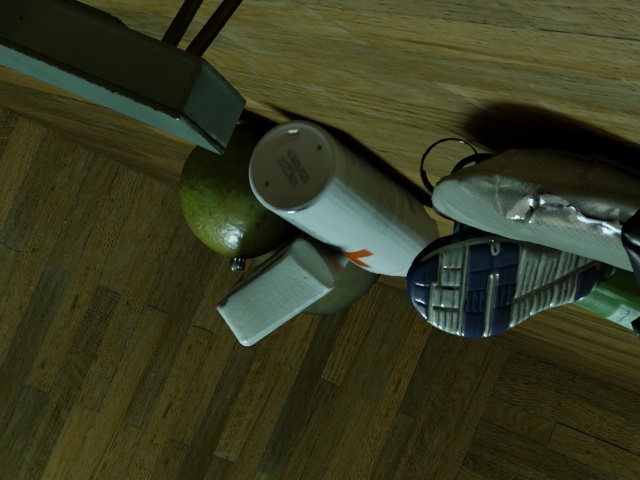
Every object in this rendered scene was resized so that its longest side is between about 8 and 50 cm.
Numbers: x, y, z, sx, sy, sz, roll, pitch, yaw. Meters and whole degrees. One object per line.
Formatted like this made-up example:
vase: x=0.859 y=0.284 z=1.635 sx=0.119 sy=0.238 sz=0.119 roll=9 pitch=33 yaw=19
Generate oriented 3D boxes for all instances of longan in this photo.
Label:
longan: x=-0.082 y=-0.043 z=1.848 sx=0.145 sy=0.176 sz=0.154 roll=19 pitch=-156 yaw=33
longan: x=0.000 y=0.000 z=2.015 sx=0.189 sy=0.189 sz=0.189 roll=23 pitch=176 yaw=2

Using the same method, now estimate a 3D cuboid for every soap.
soap: x=-0.037 y=0.041 z=1.838 sx=0.064 sy=0.121 sz=0.183 roll=53 pitch=-169 yaw=-3

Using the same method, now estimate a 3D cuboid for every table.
table: x=-0.161 y=-0.159 z=1.109 sx=0.240 sy=0.111 sz=0.121 roll=22 pitch=176 yaw=11

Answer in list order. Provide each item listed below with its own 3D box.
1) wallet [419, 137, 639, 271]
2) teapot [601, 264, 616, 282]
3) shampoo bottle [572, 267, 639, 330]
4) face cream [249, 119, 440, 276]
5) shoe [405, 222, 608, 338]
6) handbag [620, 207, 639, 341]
wallet: x=0.233 y=-0.010 z=1.247 sx=0.335 sy=0.068 sz=0.275 roll=17 pitch=180 yaw=3
teapot: x=0.233 y=0.003 z=1.582 sx=0.049 sy=0.064 sz=0.083 roll=-16 pitch=-158 yaw=-41
shampoo bottle: x=0.307 y=0.053 z=1.700 sx=0.204 sy=0.065 sz=0.065 roll=24 pitch=176 yaw=-11
face cream: x=0.039 y=-0.032 z=1.799 sx=0.102 sy=0.102 sz=0.345 roll=21 pitch=174 yaw=27
shoe: x=0.149 y=0.013 z=1.432 sx=0.207 sy=0.092 sz=0.106 roll=-17 pitch=-146 yaw=-37
handbag: x=0.313 y=0.089 z=1.016 sx=0.257 sy=0.113 sz=0.285 roll=35 pitch=168 yaw=35
